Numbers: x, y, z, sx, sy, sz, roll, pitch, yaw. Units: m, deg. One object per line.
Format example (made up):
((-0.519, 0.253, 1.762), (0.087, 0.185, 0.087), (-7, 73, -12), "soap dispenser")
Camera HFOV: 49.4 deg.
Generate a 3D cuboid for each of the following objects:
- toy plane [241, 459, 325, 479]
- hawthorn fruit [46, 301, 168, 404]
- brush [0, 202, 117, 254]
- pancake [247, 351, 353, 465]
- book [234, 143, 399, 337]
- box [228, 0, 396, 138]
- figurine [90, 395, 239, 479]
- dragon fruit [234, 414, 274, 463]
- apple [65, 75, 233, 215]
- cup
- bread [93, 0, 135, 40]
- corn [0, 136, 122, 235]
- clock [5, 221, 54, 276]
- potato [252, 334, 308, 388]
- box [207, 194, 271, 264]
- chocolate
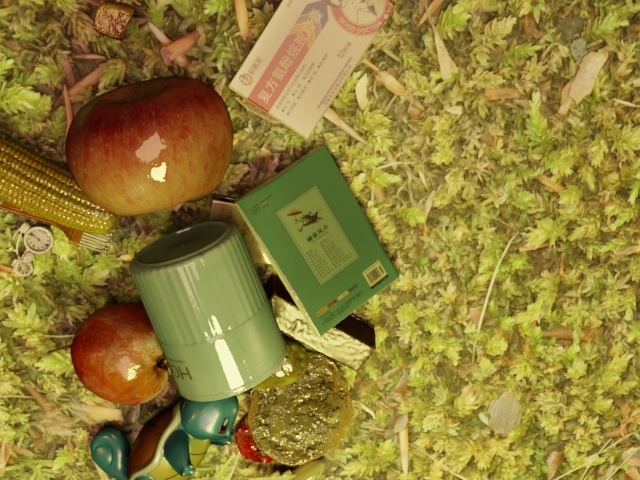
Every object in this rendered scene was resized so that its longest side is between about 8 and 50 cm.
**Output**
((-0.094, 0.669, 1.846), (0.256, 0.104, 0.242), (-30, 123, 10), "toy plane")
((-0.457, 0.249, 1.598), (0.263, 0.231, 0.235), (30, 90, -20), "hawthorn fruit")
((-0.626, -0.057, 1.581), (0.314, 0.017, 0.090), (20, 76, -11), "brush")
((-0.050, 0.417, 1.739), (0.282, 0.049, 0.282), (2, 74, -7), "pancake")
((0.000, 0.000, 1.620), (0.264, 0.031, 0.379), (-34, 103, -19), "book")
((-0.020, -0.428, 1.531), (0.214, 0.069, 0.353), (32, 99, -15), "box")
((-0.363, 0.518, 1.711), (0.416, 0.298, 0.243), (-27, 75, 14), "figurine")
((-0.151, 0.527, 1.786), (0.153, 0.111, 0.153), (-1, 106, -3), "dragon fruit")
((-0.344, -0.181, 1.440), (0.345, 0.345, 0.269), (-13, 118, -3), "apple")
((-0.240, 0.127, 1.522), (0.257, 0.331, 0.311), (-16, 111, 5), "cup")
((-0.434, -0.466, 1.458), (0.070, 0.083, 0.077), (18, 108, -21), "bread")
((-0.600, -0.113, 1.520), (0.344, 0.131, 0.131), (26, 102, -12), "corn")
((-0.673, 0.018, 1.600), (0.087, 0.041, 0.129), (30, 96, -18), "clock")
((-0.151, 0.288, 1.694), (0.251, 0.149, 0.113), (-3, 148, 11), "potato")
((-0.167, -0.022, 1.640), (0.201, 0.058, 0.141), (9, 106, -9), "box")
((-0.005, 0.210, 1.704), (0.321, 0.112, 0.112), (30, 103, -15), "chocolate")
